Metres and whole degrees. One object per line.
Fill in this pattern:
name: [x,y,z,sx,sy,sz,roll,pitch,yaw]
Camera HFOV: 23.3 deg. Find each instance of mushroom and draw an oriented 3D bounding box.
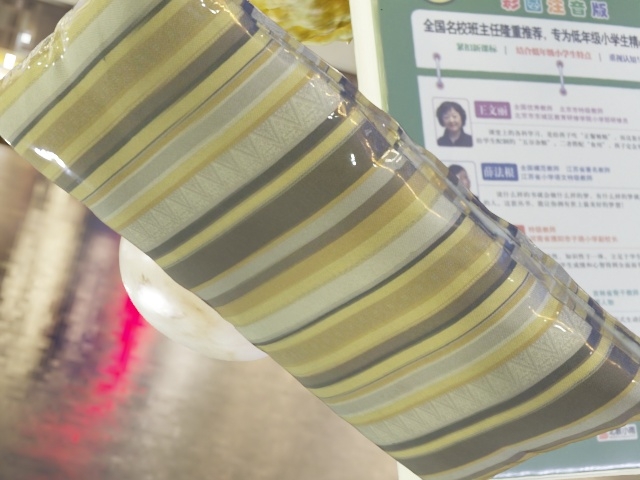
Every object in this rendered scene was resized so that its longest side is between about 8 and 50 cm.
mushroom: [-0.087,0.010,1.567,0.207,0.215,0.207,29,-28,17]

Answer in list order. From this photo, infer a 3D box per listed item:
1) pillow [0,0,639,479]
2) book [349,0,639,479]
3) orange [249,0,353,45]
pillow: [0.000,0.000,0.457,0.203,0.038,0.113,41,-42,-15]
book: [0.115,-0.018,0.752,0.202,0.264,0.027,0,-13,-28]
orange: [-0.003,-0.282,1.252,0.210,0.271,0.368,32,23,31]
